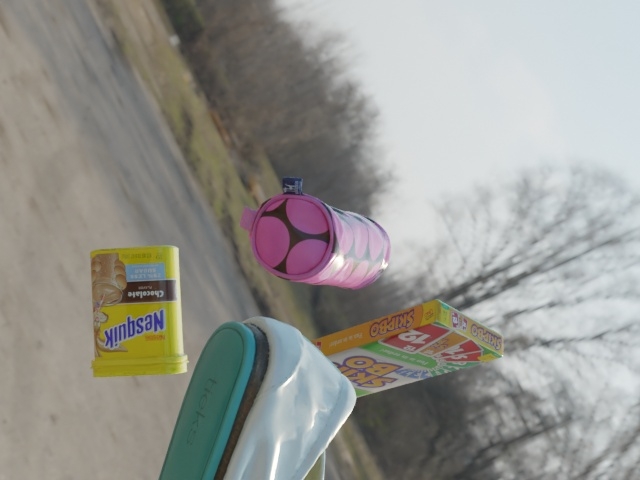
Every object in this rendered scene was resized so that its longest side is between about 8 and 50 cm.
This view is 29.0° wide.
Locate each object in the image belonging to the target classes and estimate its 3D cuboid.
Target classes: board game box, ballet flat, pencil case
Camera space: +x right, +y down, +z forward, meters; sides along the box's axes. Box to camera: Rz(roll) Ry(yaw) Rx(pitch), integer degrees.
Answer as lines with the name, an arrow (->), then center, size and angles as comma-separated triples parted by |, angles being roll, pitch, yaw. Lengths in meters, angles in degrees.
board game box -> 0.076, 0.135, 1.467 | 0.124, 0.259, 0.039 | 29, 56, -38
ballet flat -> -0.088, 0.252, 0.901 | 0.139, 0.400, 0.139 | 26, 0, 0
pencil case -> 0.000, 0.000, 1.232 | 0.209, 0.098, 0.095 | 21, 81, -71

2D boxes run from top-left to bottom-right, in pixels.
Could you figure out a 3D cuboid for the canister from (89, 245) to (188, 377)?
canister -> -0.245, 0.094, 1.653 | 0.073, 0.126, 0.170 | 15, 71, -81
